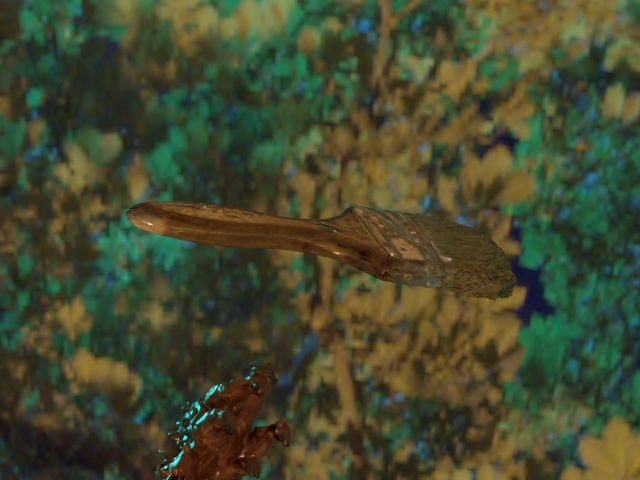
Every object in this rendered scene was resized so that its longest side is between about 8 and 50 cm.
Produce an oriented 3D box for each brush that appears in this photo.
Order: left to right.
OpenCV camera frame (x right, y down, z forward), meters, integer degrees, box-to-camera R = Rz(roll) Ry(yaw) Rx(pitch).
[{"bbox_3d":[0.000,0.000,0.844,0.196,0.021,0.070,6,-154,-24],"label":"brush"}]

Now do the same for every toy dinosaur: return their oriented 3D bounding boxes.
[{"bbox_3d":[-0.051,0.104,0.973,0.055,0.049,0.154,-23,-168,25],"label":"toy dinosaur"}]
